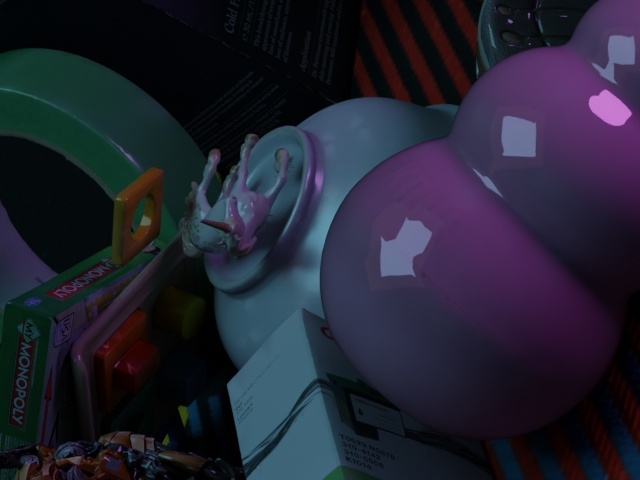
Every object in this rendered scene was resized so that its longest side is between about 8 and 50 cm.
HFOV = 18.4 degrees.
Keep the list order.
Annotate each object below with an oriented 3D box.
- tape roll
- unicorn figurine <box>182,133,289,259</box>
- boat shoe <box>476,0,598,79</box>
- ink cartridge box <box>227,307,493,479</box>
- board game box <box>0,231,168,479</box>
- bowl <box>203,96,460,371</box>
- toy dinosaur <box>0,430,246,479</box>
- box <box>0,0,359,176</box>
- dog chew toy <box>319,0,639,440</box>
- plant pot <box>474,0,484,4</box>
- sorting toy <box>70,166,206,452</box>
[{"bbox_3d":[-0.228,-0.015,1.785,0.321,0.321,0.077,-33,10,44],"label":"tape roll"},{"bbox_3d":[-0.067,-0.025,1.517,0.162,0.060,0.111,130,159,-64],"label":"unicorn figurine"},{"bbox_3d":[0.184,-0.217,1.465,0.116,0.123,0.324,106,-171,-62],"label":"boat shoe"},{"bbox_3d":[0.036,0.167,1.343,0.092,0.160,0.219,-49,31,23],"label":"ink cartridge box"},{"bbox_3d":[-0.206,0.171,1.627,0.213,0.046,0.317,-35,-42,-63],"label":"board game box"},{"bbox_3d":[0.000,0.000,1.579,0.298,0.134,0.297,-40,37,38],"label":"bowl"},{"bbox_3d":[-0.124,0.200,1.491,0.322,0.218,0.164,-35,-31,-62],"label":"toy dinosaur"},{"bbox_3d":[-0.131,-0.288,1.858,0.179,0.313,0.343,-31,41,45],"label":"box"},{"bbox_3d":[0.153,-0.030,1.284,0.332,0.207,0.206,-49,30,11],"label":"dog chew toy"},{"bbox_3d":[0.114,-0.320,1.597,0.205,0.188,0.205,-40,35,37],"label":"plant pot"},{"bbox_3d":[-0.137,0.104,1.616,0.196,0.047,0.347,-54,-26,-43],"label":"sorting toy"}]
